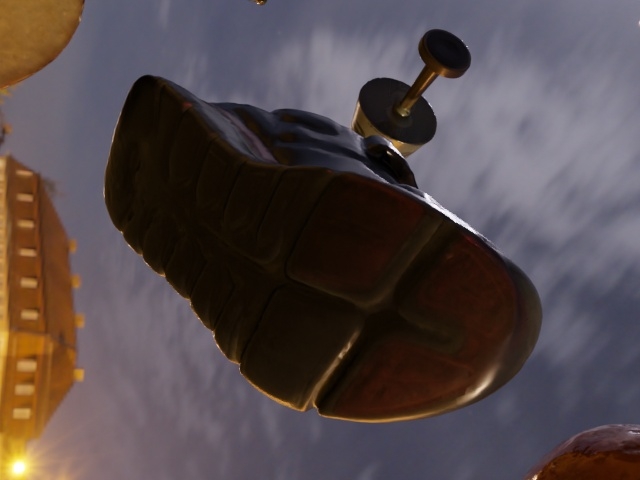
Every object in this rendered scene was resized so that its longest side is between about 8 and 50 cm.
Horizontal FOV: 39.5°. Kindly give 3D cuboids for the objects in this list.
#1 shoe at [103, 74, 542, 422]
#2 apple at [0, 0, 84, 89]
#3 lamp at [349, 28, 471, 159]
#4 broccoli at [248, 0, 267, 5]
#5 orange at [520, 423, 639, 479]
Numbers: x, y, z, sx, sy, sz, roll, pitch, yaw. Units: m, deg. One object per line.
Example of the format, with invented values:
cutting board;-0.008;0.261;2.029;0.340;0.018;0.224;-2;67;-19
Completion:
shoe;0.000;0.000;0.470;0.291;0.137;0.114;34;-69;43
apple;-0.306;-0.280;0.716;0.163;0.251;0.293;-96;-171;-60
lamp;0.114;-0.186;1.204;0.215;0.121;0.121;128;-39;-50
broccoli;-0.009;-0.390;1.182;0.198;0.274;0.177;-159;-103;-72
orange;0.299;0.314;0.831;0.284;0.226;0.284;59;-15;28
